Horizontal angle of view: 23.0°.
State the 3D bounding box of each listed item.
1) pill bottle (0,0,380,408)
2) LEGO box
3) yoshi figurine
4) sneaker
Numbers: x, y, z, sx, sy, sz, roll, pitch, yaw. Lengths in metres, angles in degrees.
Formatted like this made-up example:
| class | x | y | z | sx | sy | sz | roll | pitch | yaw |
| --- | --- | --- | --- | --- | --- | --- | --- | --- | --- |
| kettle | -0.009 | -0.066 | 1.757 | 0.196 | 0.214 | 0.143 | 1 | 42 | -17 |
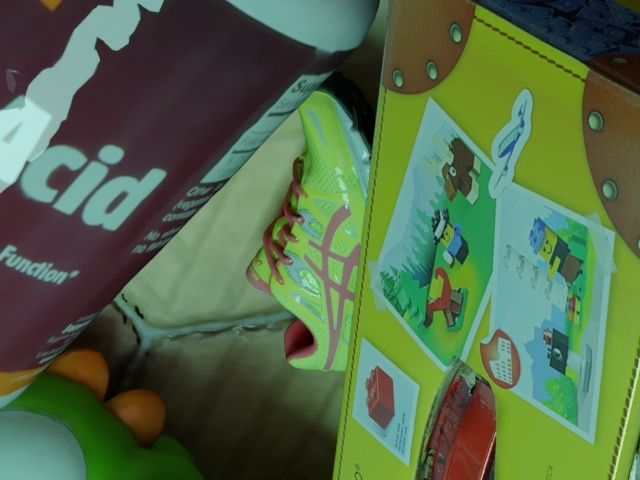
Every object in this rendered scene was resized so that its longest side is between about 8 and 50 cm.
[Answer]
| class | x | y | z | sx | sy | sz | roll | pitch | yaw |
| --- | --- | --- | --- | --- | --- | --- | --- | --- | --- |
| pill bottle | -0.114 | -0.114 | 0.744 | 0.224 | 0.224 | 0.392 | 36 | 113 | -22 |
| LEGO box | 0.208 | 0.092 | 0.822 | 0.372 | 0.193 | 0.500 | -15 | 126 | -32 |
| yoshi figurine | -0.254 | 0.164 | 0.936 | 0.362 | 0.204 | 0.203 | 12 | 135 | -14 |
| sneaker | 0.000 | 0.000 | 0.906 | 0.094 | 0.081 | 0.208 | -8 | 122 | 4 |
